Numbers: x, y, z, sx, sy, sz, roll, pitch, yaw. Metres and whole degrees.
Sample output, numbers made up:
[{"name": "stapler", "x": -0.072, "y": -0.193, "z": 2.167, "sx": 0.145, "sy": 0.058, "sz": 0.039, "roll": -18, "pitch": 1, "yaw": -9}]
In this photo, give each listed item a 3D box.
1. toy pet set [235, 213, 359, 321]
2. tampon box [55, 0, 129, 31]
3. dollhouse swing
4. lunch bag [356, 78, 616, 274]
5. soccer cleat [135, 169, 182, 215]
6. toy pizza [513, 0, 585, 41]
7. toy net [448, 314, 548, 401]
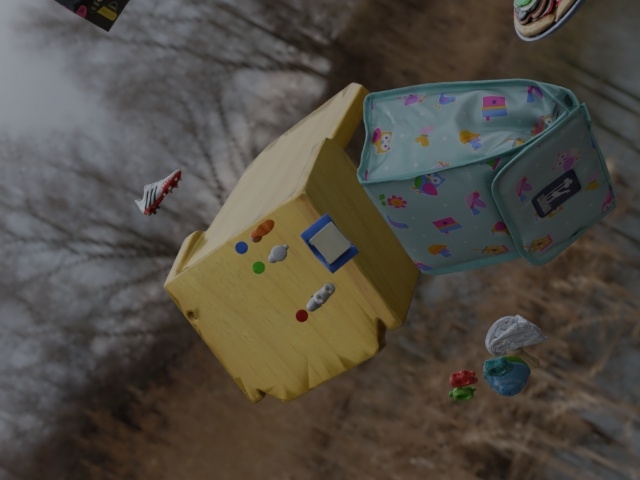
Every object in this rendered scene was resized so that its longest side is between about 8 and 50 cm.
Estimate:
[{"name": "toy pet set", "x": -0.022, "y": 0.019, "z": 1.726, "sx": 0.114, "sy": 0.122, "sz": 0.065, "roll": -40, "pitch": 0, "yaw": -5}, {"name": "tampon box", "x": -0.347, "y": -0.380, "z": 1.993, "sx": 0.101, "sy": 0.161, "sz": 0.120, "roll": -56, "pitch": -16, "yaw": 5}, {"name": "dollhouse swing", "x": 0.000, "y": 0.000, "z": 2.107, "sx": 0.347, "sy": 0.315, "sz": 0.305, "roll": -33, "pitch": 5, "yaw": 43}, {"name": "lunch bag", "x": 0.203, "y": -0.079, "z": 1.693, "sx": 0.223, "sy": 0.262, "sz": 0.160, "roll": 54, "pitch": -145, "yaw": -51}, {"name": "soccer cleat", "x": -0.225, "y": -0.071, "z": 2.007, "sx": 0.083, "sy": 0.035, "sz": 0.029, "roll": -50, "pitch": -12, "yaw": 20}, {"name": "toy pizza", "x": 0.253, "y": -0.305, "z": 1.516, "sx": 0.201, "sy": 0.032, "sz": 0.201, "roll": -55, "pitch": 21, "yaw": 33}, {"name": "toy net", "x": 0.240, "y": 0.154, "z": 1.971, "sx": 0.232, "sy": 0.122, "sz": 0.045, "roll": 94, "pitch": 174, "yaw": -58}]
